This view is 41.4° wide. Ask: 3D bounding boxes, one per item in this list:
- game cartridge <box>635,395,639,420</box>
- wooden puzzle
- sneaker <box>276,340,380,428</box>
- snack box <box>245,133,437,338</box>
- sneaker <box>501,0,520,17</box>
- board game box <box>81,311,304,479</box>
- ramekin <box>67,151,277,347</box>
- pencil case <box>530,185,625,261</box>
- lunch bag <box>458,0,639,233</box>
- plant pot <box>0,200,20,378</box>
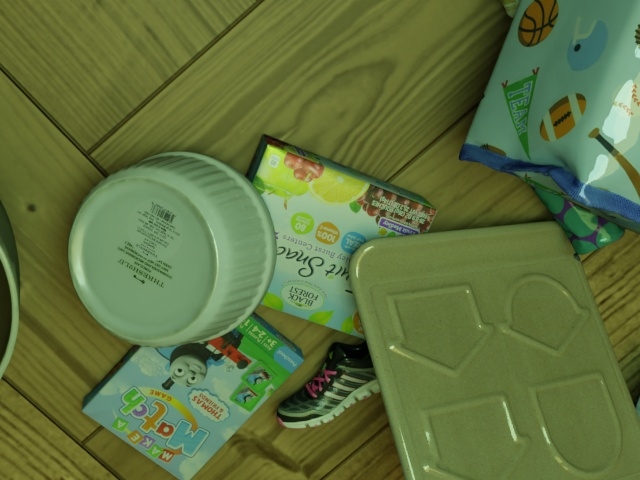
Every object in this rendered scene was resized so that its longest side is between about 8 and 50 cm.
[{"bbox_3d":[0.455,0.292,1.099,0.196,0.060,0.294,-1,108,-40],"label":"game cartridge"},{"bbox_3d":[0.199,0.161,0.945,0.322,0.080,0.348,-6,75,-28],"label":"wooden puzzle"},{"bbox_3d":[0.018,0.162,1.015,0.170,0.063,0.075,-26,110,-7],"label":"sneaker"},{"bbox_3d":[0.000,0.000,0.957,0.207,0.070,0.175,21,103,-14],"label":"snack box"},{"bbox_3d":[0.172,-0.312,0.874,0.292,0.108,0.169,-12,105,-8],"label":"sneaker"},{"bbox_3d":[-0.148,0.163,0.997,0.160,0.039,0.211,41,97,-19],"label":"board game box"},{"bbox_3d":[-0.159,0.012,0.869,0.207,0.109,0.207,2,97,17],"label":"ramekin"},{"bbox_3d":[0.283,-0.055,0.976,0.064,0.070,0.152,-37,98,-2],"label":"pencil case"},{"bbox_3d":[0.390,-0.153,0.832,0.385,0.239,0.328,17,100,-29],"label":"lunch bag"},{"bbox_3d":[-0.388,0.011,0.781,0.256,0.274,0.257,-3,109,-9],"label":"plant pot"}]
